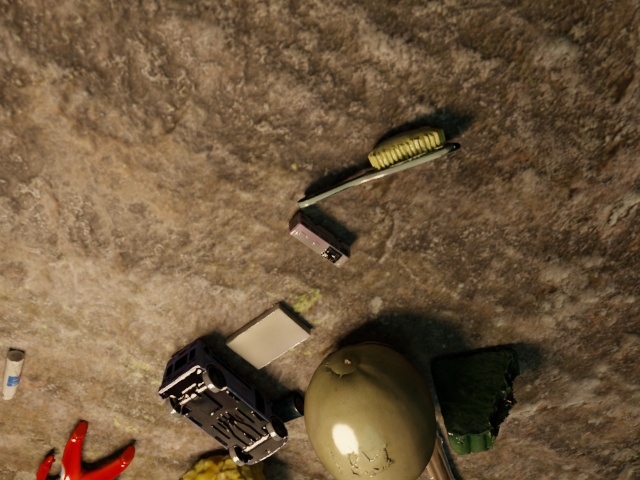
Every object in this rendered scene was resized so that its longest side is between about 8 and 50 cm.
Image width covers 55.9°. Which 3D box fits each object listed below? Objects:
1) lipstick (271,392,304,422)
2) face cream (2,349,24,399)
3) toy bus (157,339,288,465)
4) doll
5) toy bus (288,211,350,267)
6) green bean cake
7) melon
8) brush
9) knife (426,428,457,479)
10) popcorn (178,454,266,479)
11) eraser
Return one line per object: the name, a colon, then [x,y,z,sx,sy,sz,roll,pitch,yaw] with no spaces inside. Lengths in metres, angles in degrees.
lipstick: [-0.140,0.422,1.395,0.234,0.053,0.053,-30,121,20]
face cream: [-0.653,0.288,1.275,0.034,0.034,0.130,18,121,-15]
toy bus: [-0.199,0.349,1.289,0.125,0.133,0.292,-36,117,13]
doll: [-0.599,0.595,1.457,0.188,0.099,0.384,36,112,-13]
toy bus: [0.000,0.000,1.111,0.130,0.052,0.037,36,114,-24]
green bean cake: [0.345,0.341,1.276,0.193,0.208,0.107,-10,127,5]
melon: [0.100,0.361,1.236,0.268,0.268,0.330,-13,116,5]
brush: [0.088,-0.131,1.029,0.296,0.068,0.060,-21,103,12]
knife: [0.310,0.584,1.540,0.089,0.043,0.365,-37,122,-19]
popcorn: [-0.223,0.620,1.425,0.256,0.255,0.195,22,147,12]
eraser: [-0.110,0.201,1.259,0.150,0.023,0.104,-35,120,18]
